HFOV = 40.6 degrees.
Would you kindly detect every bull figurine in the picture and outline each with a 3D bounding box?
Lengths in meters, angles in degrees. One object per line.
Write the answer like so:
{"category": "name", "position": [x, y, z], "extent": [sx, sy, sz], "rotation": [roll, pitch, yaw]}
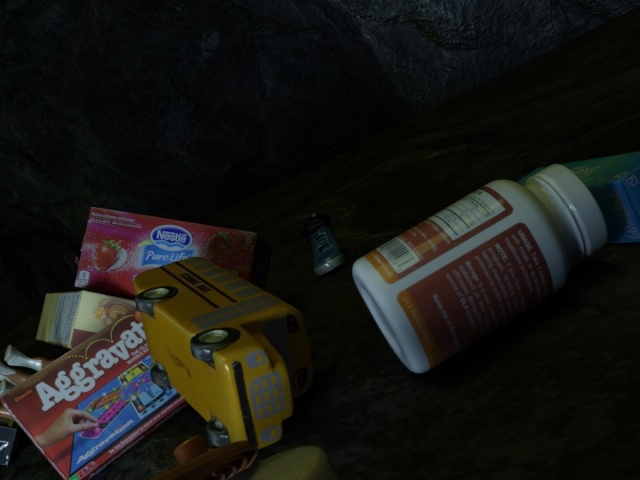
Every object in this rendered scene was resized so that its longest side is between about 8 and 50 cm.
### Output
{"category": "bull figurine", "position": [-0.361, 0.210, 1.197], "extent": [0.310, 0.188, 0.101], "rotation": [-29, 44, 48]}

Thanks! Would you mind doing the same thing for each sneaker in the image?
{"category": "sneaker", "position": [-0.001, 0.000, 1.407], "extent": [0.058, 0.085, 0.152], "rotation": [-28, 10, 8]}

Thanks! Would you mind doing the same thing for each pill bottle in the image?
{"category": "pill bottle", "position": [0.148, 0.021, 0.799], "extent": [0.216, 0.121, 0.121], "rotation": [-29, 10, -5]}

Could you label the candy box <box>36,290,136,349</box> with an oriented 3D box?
{"category": "candy box", "position": [-0.319, 0.137, 1.339], "extent": [0.182, 0.088, 0.316], "rotation": [14, -10, -25]}

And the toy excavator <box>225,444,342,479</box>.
{"category": "toy excavator", "position": [-0.144, 0.242, 0.342], "extent": [0.432, 0.222, 0.445], "rotation": [-30, 1, -11]}

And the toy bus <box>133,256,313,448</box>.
{"category": "toy bus", "position": [-0.113, 0.111, 0.950], "extent": [0.130, 0.108, 0.332], "rotation": [-16, 18, -25]}

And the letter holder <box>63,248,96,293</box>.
{"category": "letter holder", "position": [-0.405, 0.078, 1.766], "extent": [0.152, 0.214, 0.302], "rotation": [-32, 10, -17]}

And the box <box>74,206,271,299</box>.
{"category": "box", "position": [-0.214, 0.037, 1.282], "extent": [0.256, 0.123, 0.128], "rotation": [9, -8, 8]}

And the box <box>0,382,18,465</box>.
{"category": "box", "position": [-0.586, 0.273, 1.377], "extent": [0.216, 0.060, 0.270], "rotation": [15, 0, -15]}

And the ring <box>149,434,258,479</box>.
{"category": "ring", "position": [-0.189, 0.225, 0.574], "extent": [0.336, 0.032, 0.336], "rotation": [-34, -14, -10]}

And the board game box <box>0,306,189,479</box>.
{"category": "board game box", "position": [-0.234, 0.168, 1.081], "extent": [0.281, 0.145, 0.027], "rotation": [-36, -22, -32]}

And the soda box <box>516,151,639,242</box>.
{"category": "soda box", "position": [0.277, -0.041, 0.898], "extent": [0.071, 0.067, 0.210], "rotation": [-32, 11, -19]}
